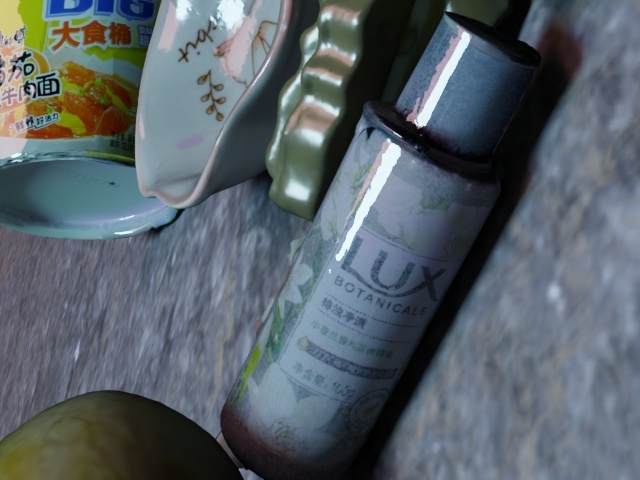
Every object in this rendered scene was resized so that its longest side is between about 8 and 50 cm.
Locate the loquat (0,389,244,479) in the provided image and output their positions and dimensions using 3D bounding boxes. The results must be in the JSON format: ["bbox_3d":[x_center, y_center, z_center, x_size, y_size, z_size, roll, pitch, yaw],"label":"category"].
[{"bbox_3d":[-0.091,0.177,0.561,0.179,0.179,0.227,152,114,-62],"label":"loquat"}]

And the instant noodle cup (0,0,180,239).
[{"bbox_3d":[-0.176,-0.096,1.003,0.205,0.205,0.153,-38,50,56],"label":"instant noodle cup"}]

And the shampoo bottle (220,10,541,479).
[{"bbox_3d":[0.024,0.007,0.563,0.214,0.072,0.072,-64,23,23],"label":"shampoo bottle"}]

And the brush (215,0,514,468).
[{"bbox_3d":[0.000,0.000,0.637,0.071,0.084,0.301,-100,28,-57],"label":"brush"}]

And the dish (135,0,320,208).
[{"bbox_3d":[-0.035,-0.116,0.796,0.229,0.081,0.229,-43,38,48],"label":"dish"}]
